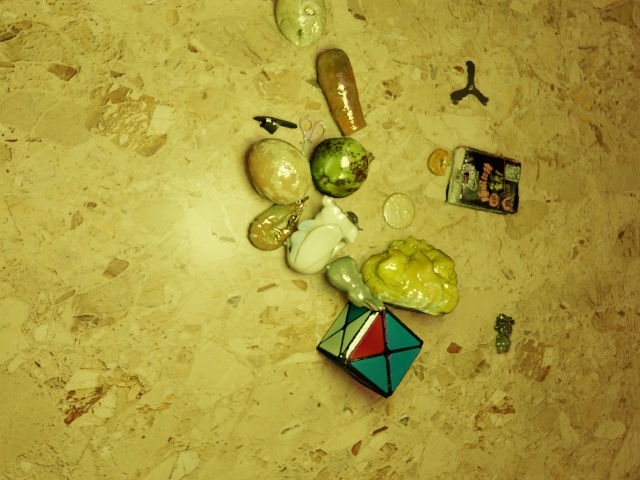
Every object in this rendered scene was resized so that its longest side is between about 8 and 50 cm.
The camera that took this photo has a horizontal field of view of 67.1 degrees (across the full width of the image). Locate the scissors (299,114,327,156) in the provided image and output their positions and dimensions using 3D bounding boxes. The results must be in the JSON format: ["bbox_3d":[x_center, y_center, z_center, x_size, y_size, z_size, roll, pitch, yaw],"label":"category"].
[{"bbox_3d":[-0.048,-0.350,1.758,0.110,0.021,0.212,22,82,-19],"label":"scissors"}]

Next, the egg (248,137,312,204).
[{"bbox_3d":[-0.140,-0.234,1.628,0.203,0.203,0.245,-43,100,-16],"label":"egg"}]

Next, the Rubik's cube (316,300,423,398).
[{"bbox_3d":[0.174,0.376,1.736,0.248,0.250,0.246,42,76,-15],"label":"Rubik's cube"}]

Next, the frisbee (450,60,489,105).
[{"bbox_3d":[0.642,-0.629,2.041,0.187,0.012,0.211,35,78,-20],"label":"frisbee"}]

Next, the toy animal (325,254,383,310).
[{"bbox_3d":[0.110,0.165,1.654,0.138,0.108,0.236,-2,53,-39],"label":"toy animal"}]

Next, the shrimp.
[{"bbox_3d":[-0.133,-0.068,1.707,0.267,0.061,0.145,-45,115,-19],"label":"shrimp"}]

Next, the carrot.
[{"bbox_3d":[0.077,-0.536,1.749,0.139,0.139,0.301,-28,101,-20],"label":"carrot"}]

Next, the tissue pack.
[{"bbox_3d":[0.679,-0.246,2.003,0.333,0.123,0.244,8,89,-25],"label":"tissue pack"}]

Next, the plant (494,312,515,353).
[{"bbox_3d":[0.790,0.402,2.081,0.085,0.087,0.174,6,83,8],"label":"plant"}]

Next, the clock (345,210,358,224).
[{"bbox_3d":[0.107,-0.070,1.829,0.083,0.010,0.074,-47,107,-15],"label":"clock"}]

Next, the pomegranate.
[{"bbox_3d":[0.095,-0.255,1.721,0.277,0.222,0.203,3,72,-40],"label":"pomegranate"}]

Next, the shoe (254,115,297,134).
[{"bbox_3d":[-0.155,-0.398,1.694,0.160,0.062,0.053,4,91,-26],"label":"shoe"}]

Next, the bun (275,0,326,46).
[{"bbox_3d":[-0.063,-0.789,1.691,0.179,0.128,0.193,-2,93,-23],"label":"bun"}]

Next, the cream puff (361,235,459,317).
[{"bbox_3d":[0.335,0.121,1.765,0.379,0.378,0.275,17,85,-21],"label":"cream puff"}]

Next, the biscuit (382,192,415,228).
[{"bbox_3d":[0.311,-0.116,1.907,0.152,0.020,0.151,-1,91,-22],"label":"biscuit"}]

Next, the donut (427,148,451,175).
[{"bbox_3d":[0.475,-0.317,1.959,0.097,0.043,0.108,35,78,-22],"label":"donut"}]

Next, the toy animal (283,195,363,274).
[{"bbox_3d":[0.013,-0.008,1.696,0.174,0.249,0.289,45,113,16],"label":"toy animal"}]
